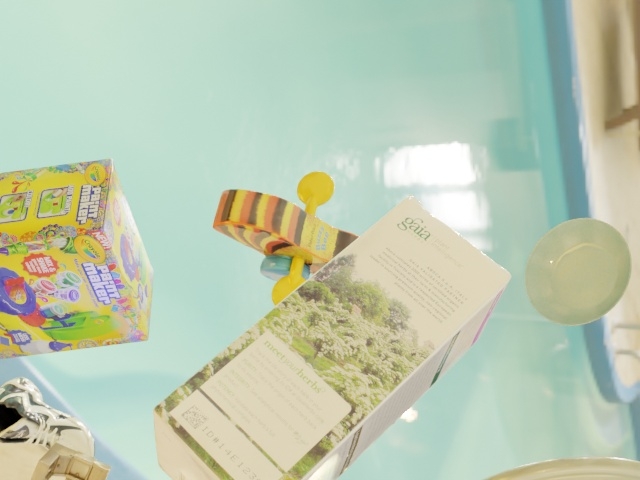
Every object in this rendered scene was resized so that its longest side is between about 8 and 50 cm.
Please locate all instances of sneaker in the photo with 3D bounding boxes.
[{"bbox_3d":[-0.565,0.381,1.791,0.235,0.094,0.153,48,15,-1],"label":"sneaker"}]

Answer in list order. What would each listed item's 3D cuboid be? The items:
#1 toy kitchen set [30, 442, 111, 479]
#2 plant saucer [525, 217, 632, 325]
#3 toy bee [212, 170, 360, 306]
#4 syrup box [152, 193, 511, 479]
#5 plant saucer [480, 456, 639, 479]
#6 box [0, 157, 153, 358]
[{"bbox_3d":[-0.337,0.325,1.199,0.075,0.083,0.068,-77,-170,-84],"label":"toy kitchen set"},{"bbox_3d":[0.450,0.057,1.562,0.037,0.195,0.195,26,69,-45],"label":"plant saucer"},{"bbox_3d":[0.000,0.000,1.255,0.298,0.162,0.195,2,87,-56],"label":"toy bee"},{"bbox_3d":[0.011,0.084,0.592,0.237,0.093,0.096,-39,158,-28],"label":"syrup box"},{"bbox_3d":[0.346,0.459,1.301,0.100,0.400,0.400,-94,160,-46],"label":"plant saucer"},{"bbox_3d":[-0.461,0.036,1.559,0.290,0.279,0.177,80,3,-46],"label":"box"}]
